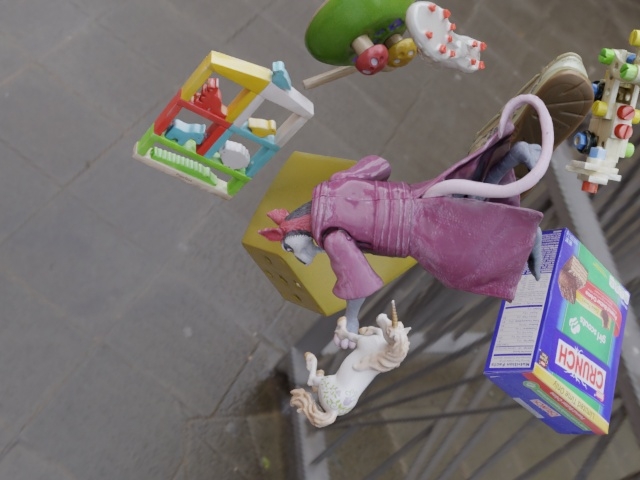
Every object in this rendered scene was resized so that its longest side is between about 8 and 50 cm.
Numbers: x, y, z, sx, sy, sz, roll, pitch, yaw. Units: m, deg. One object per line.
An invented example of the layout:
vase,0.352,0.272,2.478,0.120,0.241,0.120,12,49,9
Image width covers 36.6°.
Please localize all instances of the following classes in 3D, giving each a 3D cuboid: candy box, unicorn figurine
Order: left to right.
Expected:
unicorn figurine,0.036,0.117,0.950,0.060,0.162,0.111,21,11,-27
candy box,0.469,0.179,1.882,0.268,0.122,0.317,38,59,-33

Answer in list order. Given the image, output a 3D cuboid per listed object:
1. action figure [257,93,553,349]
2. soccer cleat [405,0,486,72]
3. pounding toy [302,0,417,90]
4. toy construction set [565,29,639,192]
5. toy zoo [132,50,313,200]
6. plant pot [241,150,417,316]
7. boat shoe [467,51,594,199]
action figure,0.102,-0.019,1.240,0.370,0.276,0.248,-1,63,1
soccer cleat,0.151,-0.261,1.280,0.196,0.076,0.068,14,82,-57
pounding toy,0.077,-0.281,1.427,0.183,0.237,0.110,-26,72,-15
toy construction set,0.575,-0.237,1.845,0.151,0.328,0.215,24,3,-17
toy zoo,-0.146,-0.189,1.546,0.192,0.293,0.030,23,43,-28
plant pot,0.000,0.000,1.593,0.187,0.212,0.212,-45,120,-18
boat shoe,0.291,-0.147,1.410,0.104,0.285,0.089,32,36,-14
